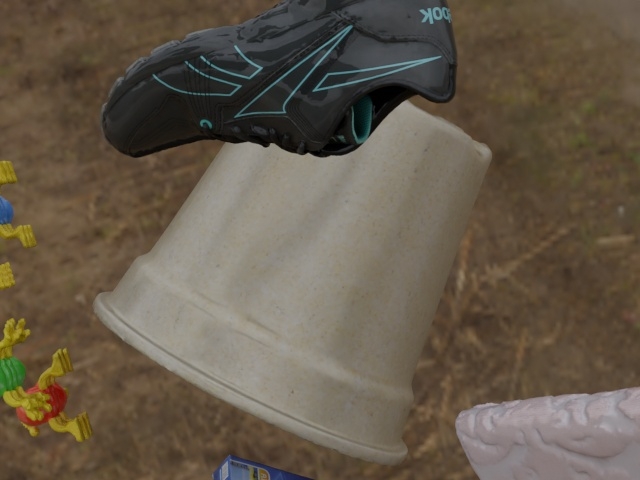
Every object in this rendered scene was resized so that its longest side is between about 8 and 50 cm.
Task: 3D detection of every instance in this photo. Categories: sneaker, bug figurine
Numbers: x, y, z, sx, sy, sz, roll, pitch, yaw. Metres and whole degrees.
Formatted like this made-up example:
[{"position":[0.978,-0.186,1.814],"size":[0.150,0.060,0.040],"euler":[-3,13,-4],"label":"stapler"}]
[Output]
[{"position":[-0.031,-0.097,1.015],"size":[0.267,0.106,0.101],"euler":[-22,-6,28],"label":"sneaker"},{"position":[-0.297,0.065,1.445],"size":[0.072,0.279,0.216],"euler":[-17,-3,5],"label":"bug figurine"}]

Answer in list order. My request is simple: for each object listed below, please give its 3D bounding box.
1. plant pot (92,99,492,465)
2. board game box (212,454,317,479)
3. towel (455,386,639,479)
[{"position":[0.000,0.000,1.481],"size":[0.333,0.333,0.306],"euler":[30,93,45],"label":"plant pot"},{"position":[-0.028,0.300,1.400],"size":[0.136,0.035,0.201],"euler":[21,41,-25],"label":"board game box"},{"position":[0.300,0.238,1.220],"size":[0.331,0.317,0.053],"euler":[-17,25,52],"label":"towel"}]
